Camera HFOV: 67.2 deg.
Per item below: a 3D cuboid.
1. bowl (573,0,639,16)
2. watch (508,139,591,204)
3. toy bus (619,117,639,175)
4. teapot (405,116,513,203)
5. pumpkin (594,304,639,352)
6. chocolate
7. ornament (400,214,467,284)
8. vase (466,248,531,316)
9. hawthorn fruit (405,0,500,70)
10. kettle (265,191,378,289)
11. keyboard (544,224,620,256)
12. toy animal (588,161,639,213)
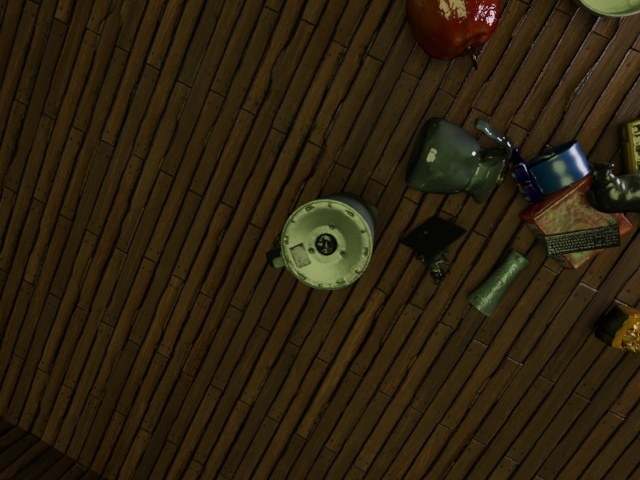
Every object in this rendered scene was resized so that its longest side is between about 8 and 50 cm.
[{"bbox_3d":[0.797,-0.735,1.297,0.277,0.145,0.277,2,101,12],"label":"bowl"},{"bbox_3d":[0.669,-0.209,1.408,0.200,0.196,0.171,-26,105,22],"label":"watch"},{"bbox_3d":[0.953,-0.191,1.393,0.123,0.121,0.336,-9,101,18],"label":"toy bus"},{"bbox_3d":[0.431,-0.252,1.422,0.285,0.223,0.305,19,131,-3],"label":"teapot"},{"bbox_3d":[0.974,0.280,1.493,0.247,0.126,0.131,20,97,-13],"label":"pumpkin"},{"bbox_3d":[0.777,-0.060,1.460,0.234,0.108,0.237,-40,91,14],"label":"chocolate"},{"bbox_3d":[0.381,0.052,1.566,0.153,0.166,0.196,-35,125,-13],"label":"ornament"},{"bbox_3d":[0.576,0.132,1.548,0.096,0.096,0.219,36,103,2],"label":"vase"},{"bbox_3d":[0.380,-0.616,1.343,0.254,0.254,0.300,-21,85,14],"label":"hawthorn fruit"},{"bbox_3d":[0.000,0.000,1.481,0.361,0.377,0.250,-26,96,14],"label":"kettle"},{"bbox_3d":[0.768,0.001,1.413,0.202,0.011,0.067,-9,100,12],"label":"keyboard"},{"bbox_3d":[0.915,-0.126,1.303,0.343,0.106,0.168,16,106,11],"label":"toy animal"}]
